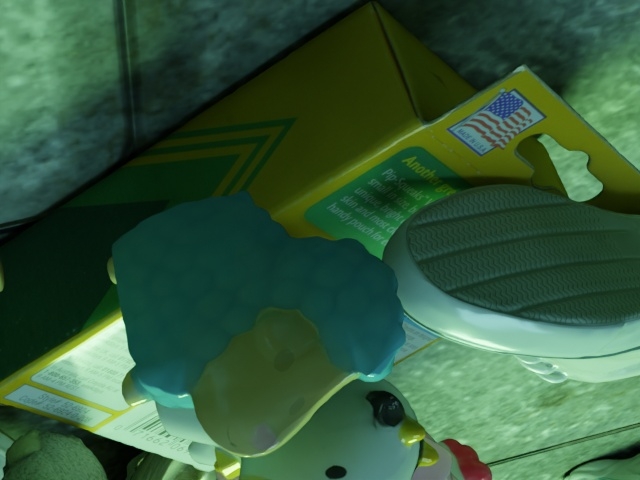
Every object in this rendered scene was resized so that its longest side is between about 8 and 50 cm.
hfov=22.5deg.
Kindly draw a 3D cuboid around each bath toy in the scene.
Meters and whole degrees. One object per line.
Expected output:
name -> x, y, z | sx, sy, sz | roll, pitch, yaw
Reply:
bath toy -> 0.010, 0.103, 0.797 | 0.129, 0.151, 0.348 | -16, 153, 5

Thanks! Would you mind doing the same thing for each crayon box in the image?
crayon box -> 0.000, 0.000, 0.855 | 0.323, 0.083, 0.203 | -31, 148, 20

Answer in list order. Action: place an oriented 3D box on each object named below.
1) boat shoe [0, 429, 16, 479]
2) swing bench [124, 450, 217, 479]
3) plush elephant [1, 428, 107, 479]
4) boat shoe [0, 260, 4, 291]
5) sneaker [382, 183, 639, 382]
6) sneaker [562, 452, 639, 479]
boat shoe -> -0.192, 0.205, 0.962 | 0.098, 0.096, 0.277 | -18, 122, 30
swing bench -> -0.059, 0.257, 1.127 | 0.253, 0.255, 0.165 | -47, -177, 41
plush elephant -> -0.307, 0.157, 0.784 | 0.330, 0.255, 0.272 | -52, 169, 9
boat shoe -> -0.195, -0.061, 0.602 | 0.110, 0.121, 0.341 | -14, 151, -11
sneaker -> 0.128, 0.035, 0.810 | 0.258, 0.094, 0.091 | 4, 138, -37
sneaker -> 0.288, 0.208, 1.388 | 0.152, 0.061, 0.053 | -22, 148, 1
